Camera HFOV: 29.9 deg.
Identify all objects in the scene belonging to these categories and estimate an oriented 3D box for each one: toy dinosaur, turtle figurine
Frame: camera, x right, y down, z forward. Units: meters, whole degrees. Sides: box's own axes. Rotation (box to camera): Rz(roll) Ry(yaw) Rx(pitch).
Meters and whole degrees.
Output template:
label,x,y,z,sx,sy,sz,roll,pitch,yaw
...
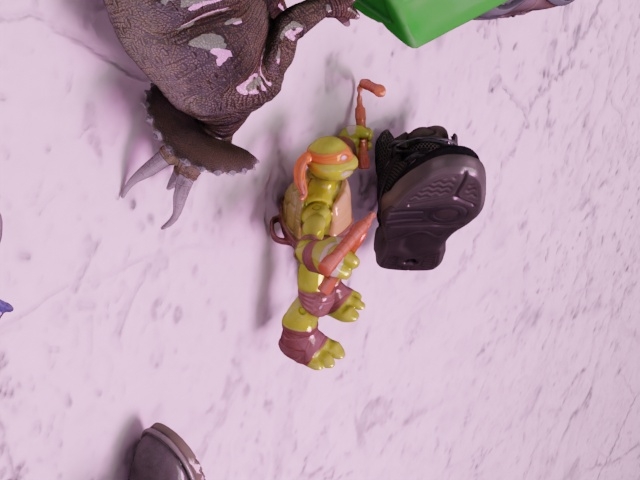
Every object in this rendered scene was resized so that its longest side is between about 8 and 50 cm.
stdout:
label,x,y,z,sx,sy,sz,roll,pitch,yaw
toy dinosaur,-0.076,-0.153,0.767,0.160,0.121,0.313,-47,142,-27
turtle figurine,0.000,0.000,1.000,0.269,0.087,0.217,-83,177,-53

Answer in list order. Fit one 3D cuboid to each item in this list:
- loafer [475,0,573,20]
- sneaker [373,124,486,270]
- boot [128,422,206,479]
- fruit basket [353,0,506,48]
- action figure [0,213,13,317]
label,x,y,z,sx,sy,sz,roll,pitch,yaw
loafer,0.174,-0.258,1.160,0.267,0.084,0.096,-25,98,-54
sneaker,0.091,-0.062,1.068,0.227,0.087,0.130,102,-12,-73
boot,-0.181,0.262,0.926,0.208,0.076,0.190,-26,128,-40
fruit basket,0.086,-0.373,0.784,0.392,0.283,0.392,-28,141,-26
action figure,-0.201,0.053,0.591,0.341,0.178,0.330,30,60,-70
